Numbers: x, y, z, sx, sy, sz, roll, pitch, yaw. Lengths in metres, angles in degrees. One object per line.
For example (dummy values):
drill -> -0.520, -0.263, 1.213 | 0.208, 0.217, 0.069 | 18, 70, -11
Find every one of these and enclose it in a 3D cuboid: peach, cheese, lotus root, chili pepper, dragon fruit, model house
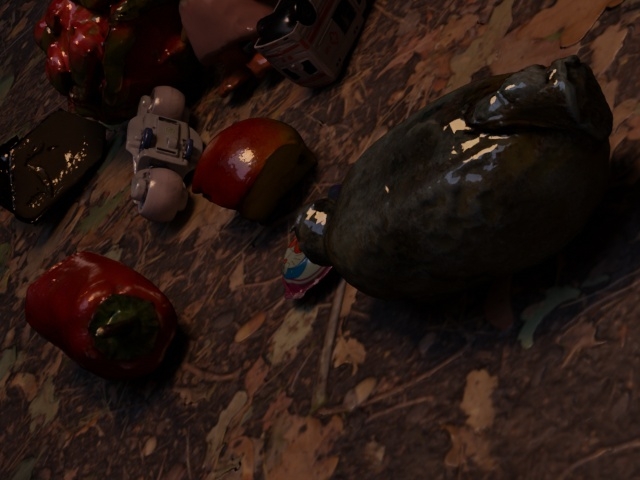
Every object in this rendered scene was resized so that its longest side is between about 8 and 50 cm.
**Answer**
peach -> -0.083, -0.088, 1.537 | 0.118, 0.151, 0.151 | 39, 92, 15
cheese -> 0.000, 0.000, 1.390 | 0.095, 0.038, 0.145 | -1, 58, 53
lotus root -> 0.119, -0.035, 1.156 | 0.349, 0.175, 0.175 | -28, 38, 41
chili pepper -> -0.236, 0.100, 1.516 | 0.134, 0.131, 0.338 | -35, 20, -21
dragon fruit -> -0.297, -0.300, 1.884 | 0.237, 0.231, 0.302 | -28, -8, -19
model house -> -0.440, -0.119, 2.063 | 0.203, 0.141, 0.164 | -40, 3, -19

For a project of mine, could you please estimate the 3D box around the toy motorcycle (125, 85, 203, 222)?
toy motorcycle -> -0.222, -0.112, 1.770 | 0.112, 0.112, 0.254 | -36, 35, 25

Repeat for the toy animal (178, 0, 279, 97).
toy animal -> -0.143, -0.354, 1.744 | 0.195, 0.281, 0.169 | -25, 20, 40

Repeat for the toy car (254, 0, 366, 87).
toy car -> 0.004, -0.298, 1.637 | 0.089, 0.108, 0.209 | -15, 42, 49
